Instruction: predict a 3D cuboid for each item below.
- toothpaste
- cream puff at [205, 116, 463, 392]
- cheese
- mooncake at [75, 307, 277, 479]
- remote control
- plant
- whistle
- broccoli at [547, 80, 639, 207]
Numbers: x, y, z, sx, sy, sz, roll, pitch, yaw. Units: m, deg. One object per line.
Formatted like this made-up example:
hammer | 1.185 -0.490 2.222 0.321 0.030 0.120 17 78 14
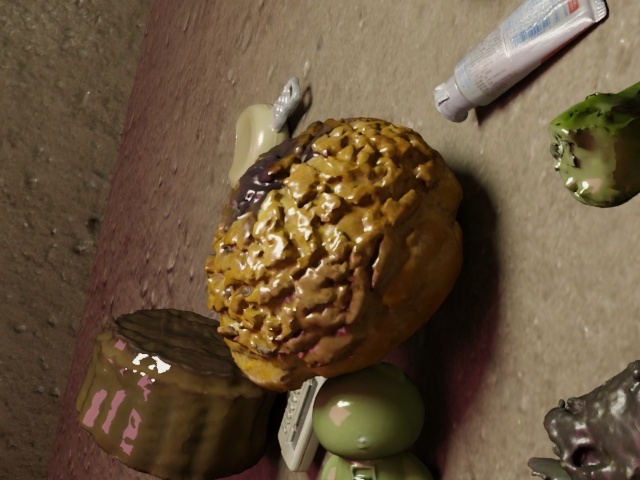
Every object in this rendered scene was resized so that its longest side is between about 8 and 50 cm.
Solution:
toothpaste | 0.210 -0.209 1.056 0.234 0.057 0.089 -41 49 48
cream puff | 0.000 0.000 1.138 0.343 0.231 0.327 -36 21 17
cheese | -0.091 -0.171 1.702 0.249 0.070 0.163 156 118 -62
mooncake | -0.224 0.238 1.590 0.324 0.324 0.187 40 114 63
remote control | -0.006 0.222 1.418 0.090 0.049 0.230 -122 45 -55
plant | 0.244 0.178 0.761 0.142 0.131 0.203 -113 36 -44
whistle | 0.070 0.264 1.170 0.141 0.141 0.294 -143 38 -63
broccoli | 0.261 -0.088 0.600 0.165 0.304 0.146 45 145 40
